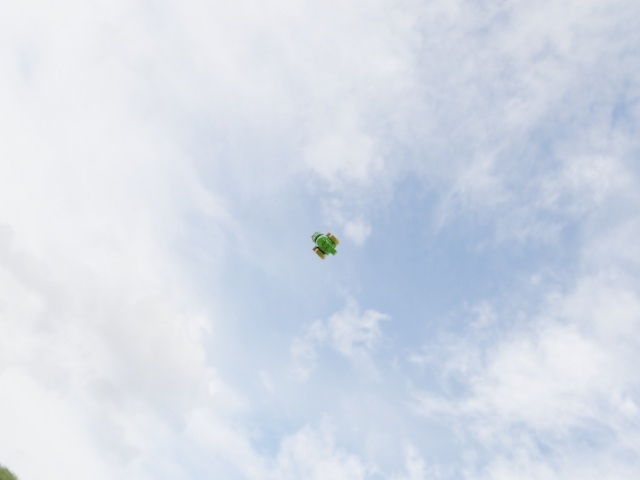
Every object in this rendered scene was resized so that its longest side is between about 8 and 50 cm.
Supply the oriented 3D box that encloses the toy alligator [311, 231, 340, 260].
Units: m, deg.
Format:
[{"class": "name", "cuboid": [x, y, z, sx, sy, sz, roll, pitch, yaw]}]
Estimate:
[{"class": "toy alligator", "cuboid": [0.000, 0.000, 1.105, 0.056, 0.189, 0.051, -45, -76, -1]}]
